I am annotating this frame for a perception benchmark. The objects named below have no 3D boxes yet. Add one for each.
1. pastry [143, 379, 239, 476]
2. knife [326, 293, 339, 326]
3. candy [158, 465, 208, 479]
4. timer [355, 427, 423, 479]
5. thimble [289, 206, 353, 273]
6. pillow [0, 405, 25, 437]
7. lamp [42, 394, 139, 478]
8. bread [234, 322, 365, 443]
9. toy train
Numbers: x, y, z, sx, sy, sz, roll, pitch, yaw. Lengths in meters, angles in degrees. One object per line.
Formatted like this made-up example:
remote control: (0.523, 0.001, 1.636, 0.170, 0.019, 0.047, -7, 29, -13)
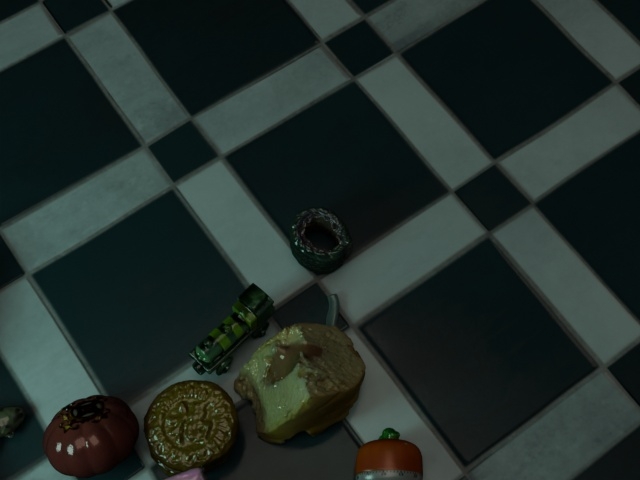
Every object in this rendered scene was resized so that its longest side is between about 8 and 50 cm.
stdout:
pastry: (-0.251, 0.364, 1.775, 0.188, 0.103, 0.189, 0, 66, 0)
knife: (0.017, 0.209, 1.896, 0.028, 0.015, 0.210, 8, 67, -2)
candy: (-0.317, 0.517, 1.677, 0.265, 0.155, 0.116, -18, 64, -9)
timer: (0.132, 0.423, 1.760, 0.136, 0.099, 0.136, 6, 56, -9)
thimble: (-0.003, 0.000, 1.950, 0.118, 0.090, 0.135, -40, 74, -14)
pillow: (-0.702, 0.381, 1.791, 0.241, 0.051, 0.093, -5, 61, -4)
lamp: (-0.435, 0.379, 1.744, 0.182, 0.140, 0.182, -9, 23, 4)
bread: (-0.019, 0.282, 1.819, 0.211, 0.224, 0.184, 0, 53, -39)
toy train: (-0.180, 0.185, 1.842, 0.083, 0.132, 0.200, 38, 69, 16)
